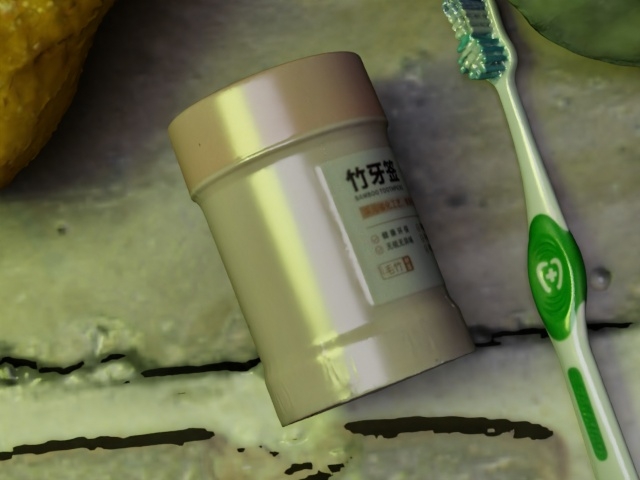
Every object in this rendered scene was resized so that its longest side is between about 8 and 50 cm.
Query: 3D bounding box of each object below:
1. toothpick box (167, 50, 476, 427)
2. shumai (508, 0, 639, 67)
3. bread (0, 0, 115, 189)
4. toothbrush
[{"bbox_3d":[0.000,0.000,0.770,0.098,0.098,0.149,-22,84,5],"label":"toothpick box"},{"bbox_3d":[0.214,-0.162,0.690,0.330,0.292,0.288,43,100,-13],"label":"shumai"},{"bbox_3d":[-0.206,-0.191,0.698,0.148,0.328,0.337,25,85,46],"label":"bread"},{"bbox_3d":[0.115,0.024,0.791,0.030,0.030,0.304,-18,85,6],"label":"toothbrush"}]
